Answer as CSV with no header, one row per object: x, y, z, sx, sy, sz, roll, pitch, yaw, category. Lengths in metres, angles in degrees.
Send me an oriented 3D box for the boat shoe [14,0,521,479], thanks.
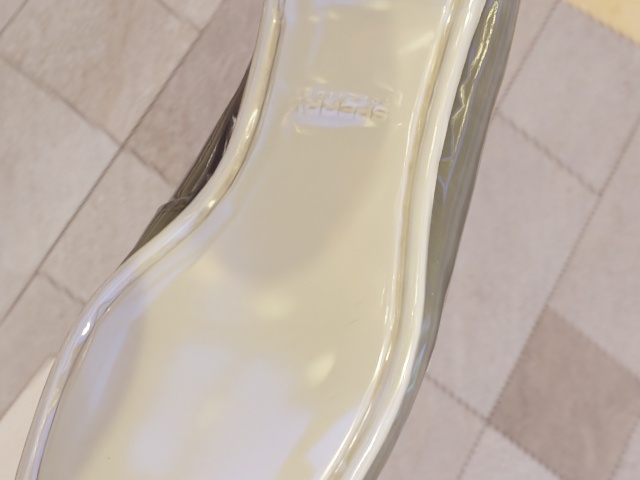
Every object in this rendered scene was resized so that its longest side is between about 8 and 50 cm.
0.000,0.000,0.547,0.112,0.095,0.335,15,72,18,boat shoe
